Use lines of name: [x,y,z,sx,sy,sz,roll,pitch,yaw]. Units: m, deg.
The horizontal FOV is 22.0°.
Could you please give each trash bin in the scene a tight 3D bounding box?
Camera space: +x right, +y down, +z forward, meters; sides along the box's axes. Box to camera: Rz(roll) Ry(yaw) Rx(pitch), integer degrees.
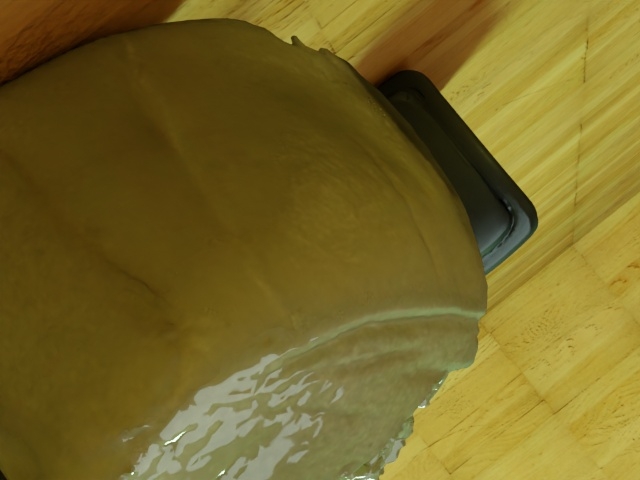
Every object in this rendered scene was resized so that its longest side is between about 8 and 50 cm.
trash bin: [0.105,-0.049,1.408,0.101,0.176,0.236,-42,172,7]

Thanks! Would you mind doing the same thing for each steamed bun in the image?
steamed bun: [-0.070,0.013,0.893,0.272,0.290,0.273,-54,158,7]

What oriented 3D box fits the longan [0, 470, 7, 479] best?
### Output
longan: [-0.305,0.247,1.185,0.248,0.248,0.248,-37,169,-9]
